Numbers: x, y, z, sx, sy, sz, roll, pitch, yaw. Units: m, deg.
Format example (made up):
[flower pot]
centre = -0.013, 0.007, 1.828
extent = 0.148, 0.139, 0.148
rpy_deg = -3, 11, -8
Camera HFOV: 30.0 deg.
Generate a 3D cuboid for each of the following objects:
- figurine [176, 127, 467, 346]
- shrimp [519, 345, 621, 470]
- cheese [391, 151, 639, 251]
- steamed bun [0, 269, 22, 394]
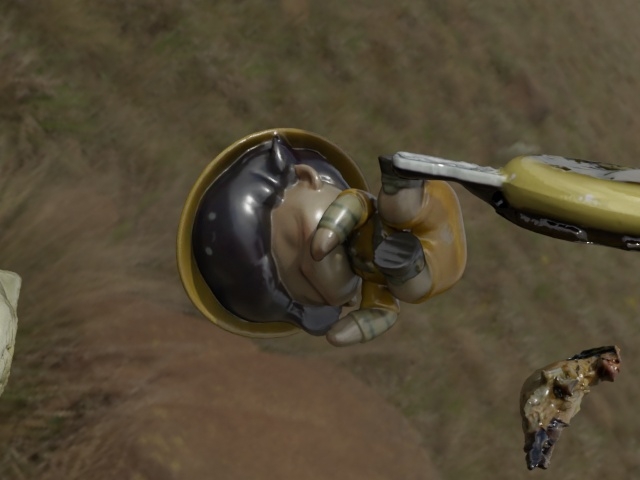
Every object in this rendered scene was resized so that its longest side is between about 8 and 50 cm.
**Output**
[figurine]
centre = 0.003, -0.001, 1.018
extent = 0.167, 0.257, 0.192
rpy_deg = -25, 114, -52
[shrimp]
centre = 0.253, 0.158, 1.244
extent = 0.066, 0.117, 0.262
rpy_deg = 51, 18, -2
[cheese]
centre = 0.121, -0.030, 0.674
extent = 0.086, 0.163, 0.036
rpy_deg = -60, 159, -71
[steamed bun]
centre = -0.450, 0.134, 1.308
extent = 0.203, 0.276, 0.289
rpy_deg = 14, 13, -16
